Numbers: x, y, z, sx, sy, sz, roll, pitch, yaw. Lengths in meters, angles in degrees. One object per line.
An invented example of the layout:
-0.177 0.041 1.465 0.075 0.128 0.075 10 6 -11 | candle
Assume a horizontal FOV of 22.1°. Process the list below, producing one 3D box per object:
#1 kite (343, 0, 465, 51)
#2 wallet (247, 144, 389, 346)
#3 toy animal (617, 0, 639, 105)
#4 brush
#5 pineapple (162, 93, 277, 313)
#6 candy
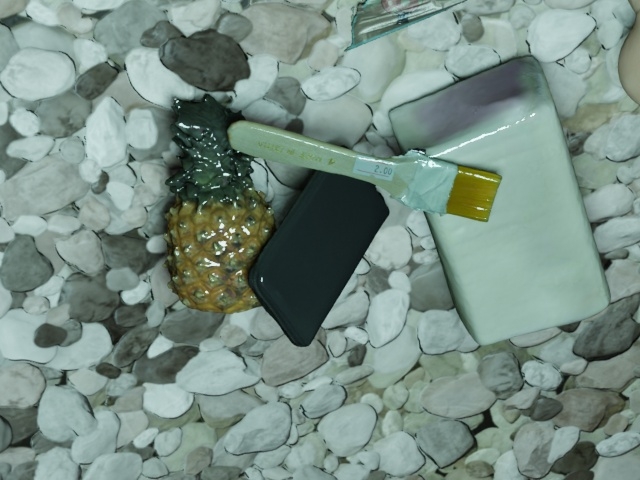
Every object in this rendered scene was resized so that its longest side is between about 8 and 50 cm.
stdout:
0.142 -0.386 1.950 0.368 0.014 0.406 15 119 -21 | kite
0.000 0.000 2.070 0.250 0.044 0.149 -59 134 -27 | wallet
0.436 -0.272 2.007 0.166 0.154 0.250 -3 121 -1 | toy animal
0.050 -0.088 1.977 0.337 0.020 0.085 13 128 -4 | brush
-0.130 -0.054 2.047 0.158 0.158 0.278 -8 112 -7 | pineapple
0.239 -0.041 2.121 0.208 0.145 0.358 -20 124 1 | candy
